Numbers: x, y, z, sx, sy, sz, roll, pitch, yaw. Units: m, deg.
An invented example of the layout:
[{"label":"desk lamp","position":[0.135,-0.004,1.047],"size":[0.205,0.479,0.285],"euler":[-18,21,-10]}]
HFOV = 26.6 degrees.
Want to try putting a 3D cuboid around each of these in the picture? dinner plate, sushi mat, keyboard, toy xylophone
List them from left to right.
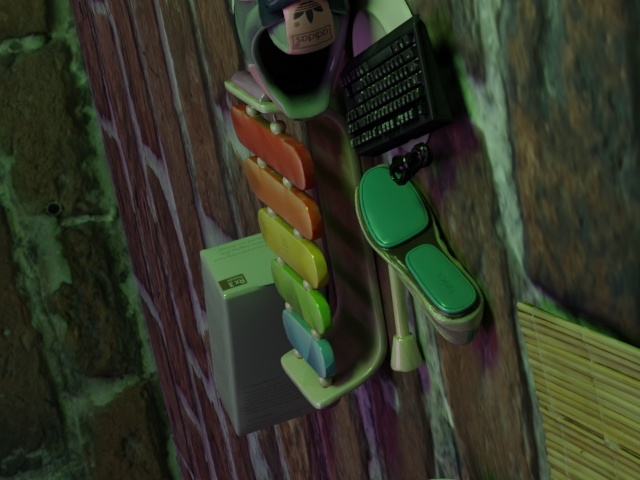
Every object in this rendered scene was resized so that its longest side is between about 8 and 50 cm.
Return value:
[{"label":"toy xylophone","position":[0.000,0.000,1.230],"size":[0.236,0.081,0.322],"euler":[-152,47,-69]},{"label":"dinner plate","position":[0.050,-0.134,1.041],"size":[0.141,0.017,0.141],"euler":[163,90,-73]},{"label":"keyboard","position":[0.053,-0.095,0.999],"size":[0.180,0.023,0.108],"euler":[164,89,-75]},{"label":"sushi mat","position":[0.202,0.133,0.773],"size":[0.316,0.019,0.151],"euler":[-155,52,-69]}]

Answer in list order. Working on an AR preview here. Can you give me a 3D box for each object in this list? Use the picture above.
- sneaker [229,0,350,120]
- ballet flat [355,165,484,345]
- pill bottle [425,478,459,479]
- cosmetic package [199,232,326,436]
[{"label":"sneaker","position":[-0.015,-0.217,1.006],"size":[0.319,0.112,0.131],"euler":[84,171,-60]},{"label":"ballet flat","position":[0.073,0.014,1.044],"size":[0.052,0.057,0.168],"euler":[77,168,-52]},{"label":"pill bottle","position":[0.097,0.307,1.123],"size":[0.221,0.124,0.124],"euler":[91,157,-46]},{"label":"cosmetic package","position":[-0.058,0.100,1.472],"size":[0.085,0.117,0.231],"euler":[-123,23,-43]}]
